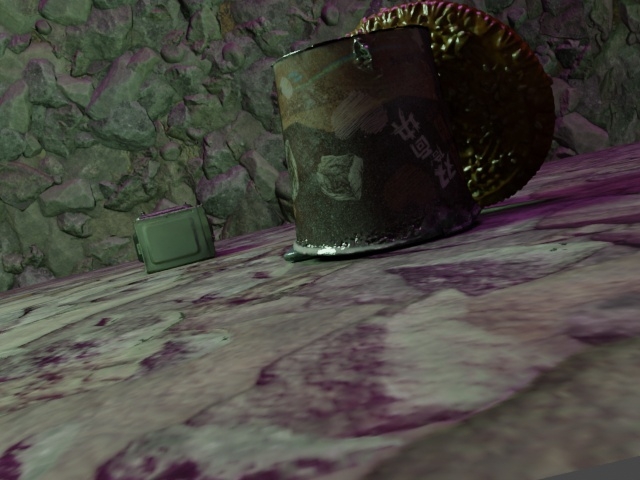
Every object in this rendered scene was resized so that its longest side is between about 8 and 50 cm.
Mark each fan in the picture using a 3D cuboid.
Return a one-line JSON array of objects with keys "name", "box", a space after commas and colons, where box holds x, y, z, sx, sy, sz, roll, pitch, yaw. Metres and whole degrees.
[{"name": "fan", "box": [0.000, 0.000, 0.747, 0.057, 0.023, 0.282, -14, 5, 8]}]

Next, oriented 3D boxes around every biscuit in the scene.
[{"name": "biscuit", "box": [0.141, -0.156, 0.694, 0.306, 0.305, 0.038, -10, 33, 41]}]

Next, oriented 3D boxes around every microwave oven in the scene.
[{"name": "microwave oven", "box": [-0.325, -0.009, 1.179, 0.163, 0.129, 0.205, -13, 3, -18]}]

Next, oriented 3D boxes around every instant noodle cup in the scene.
[{"name": "instant noodle cup", "box": [0.052, -0.109, 0.589, 0.218, 0.207, 0.217, -12, 10, 2]}]
